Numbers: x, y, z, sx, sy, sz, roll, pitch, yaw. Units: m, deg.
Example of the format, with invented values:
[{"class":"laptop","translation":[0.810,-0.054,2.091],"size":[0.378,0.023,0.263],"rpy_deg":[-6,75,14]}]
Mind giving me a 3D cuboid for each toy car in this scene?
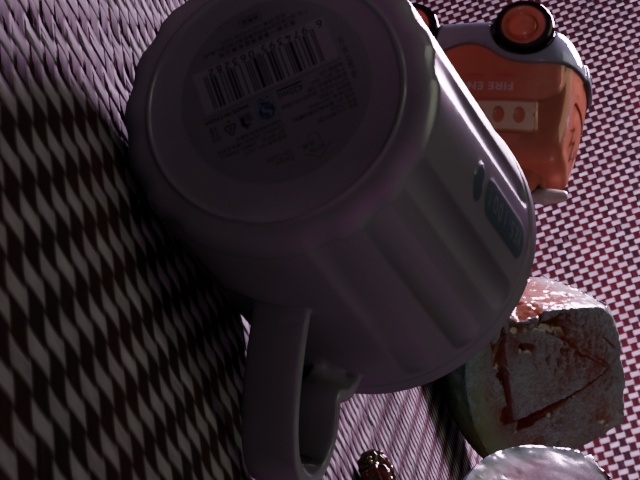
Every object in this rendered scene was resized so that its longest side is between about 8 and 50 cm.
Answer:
[{"class":"toy car","translation":[0.161,-0.128,2.003],"size":[0.180,0.270,0.212],"rpy_deg":[69,25,-62]}]

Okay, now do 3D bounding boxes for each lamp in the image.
[{"class":"lamp","translation":[0.042,0.172,1.184],"size":[0.063,0.031,0.083],"rpy_deg":[66,6,-48]}]

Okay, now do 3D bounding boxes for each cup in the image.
[{"class":"cup","translation":[0.014,-0.008,0.878],"size":[0.202,0.167,0.221],"rpy_deg":[50,21,-64]}]

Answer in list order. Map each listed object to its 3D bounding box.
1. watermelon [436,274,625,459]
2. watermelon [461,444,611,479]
[{"class":"watermelon","translation":[0.218,0.113,1.974],"size":[0.262,0.201,0.213],"rpy_deg":[-100,178,-68]},{"class":"watermelon","translation":[0.143,0.300,1.283],"size":[0.175,0.188,0.322],"rpy_deg":[-62,-155,26]}]
